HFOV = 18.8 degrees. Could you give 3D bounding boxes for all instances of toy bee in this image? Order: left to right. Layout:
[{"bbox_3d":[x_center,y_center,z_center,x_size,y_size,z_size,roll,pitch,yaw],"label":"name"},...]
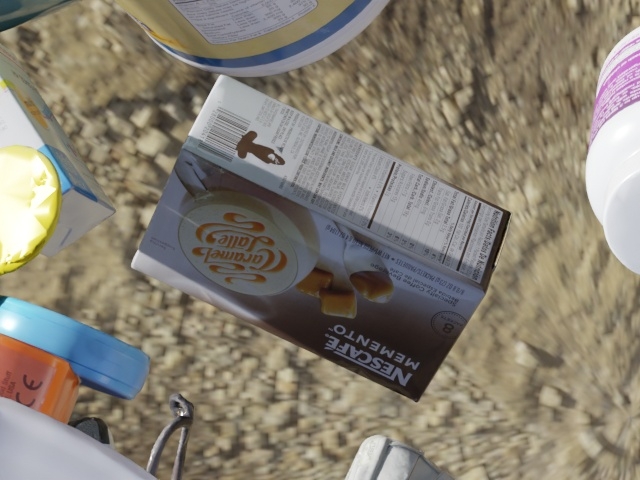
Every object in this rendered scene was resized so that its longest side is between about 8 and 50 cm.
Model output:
[{"bbox_3d":[-0.159,0.074,0.779,0.162,0.298,0.195,19,60,8],"label":"toy bee"}]

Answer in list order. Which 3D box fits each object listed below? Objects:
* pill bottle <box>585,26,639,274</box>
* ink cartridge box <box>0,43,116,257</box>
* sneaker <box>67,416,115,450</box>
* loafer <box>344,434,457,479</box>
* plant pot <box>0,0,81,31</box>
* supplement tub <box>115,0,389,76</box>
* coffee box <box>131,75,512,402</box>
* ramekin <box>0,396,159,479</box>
[{"bbox_3d":[0.341,-0.085,1.862,0.169,0.301,0.169,5,119,9],"label":"pill bottle"},{"bbox_3d":[-0.224,-0.084,1.330,0.061,0.104,0.181,-35,77,3],"label":"ink cartridge box"},{"bbox_3d":[-0.181,0.248,1.445,0.086,0.229,0.132,-13,126,16],"label":"sneaker"},{"bbox_3d":[0.043,0.313,1.692,0.111,0.112,0.319,21,54,2],"label":"loafer"},{"bbox_3d":[-0.183,-0.242,1.006,0.235,0.293,0.293,-2,84,34],"label":"plant pot"},{"bbox_3d":[-0.054,-0.168,0.795,0.144,0.199,0.144,-9,66,20],"label":"supplement tub"},{"bbox_3d":[0.000,0.000,1.471,0.246,0.141,0.098,26,44,-3],"label":"coffee box"},{"bbox_3d":[-0.127,0.175,0.476,0.272,0.127,0.273,5,68,-14],"label":"ramekin"}]
